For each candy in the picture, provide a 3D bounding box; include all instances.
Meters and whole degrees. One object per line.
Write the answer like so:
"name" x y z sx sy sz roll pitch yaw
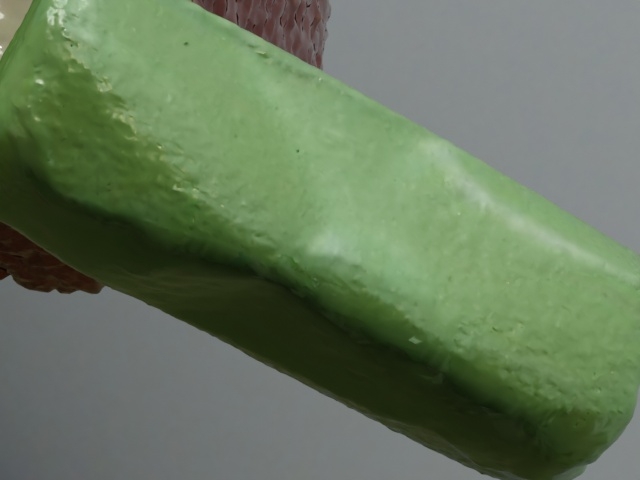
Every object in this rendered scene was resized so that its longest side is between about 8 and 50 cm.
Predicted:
"candy" 0.000 0.000 0.754 0.343 0.132 0.142 28 -11 -13

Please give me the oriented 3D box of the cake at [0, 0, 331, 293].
"cake" -0.171 -0.139 0.988 0.319 0.269 0.270 5 -28 14
